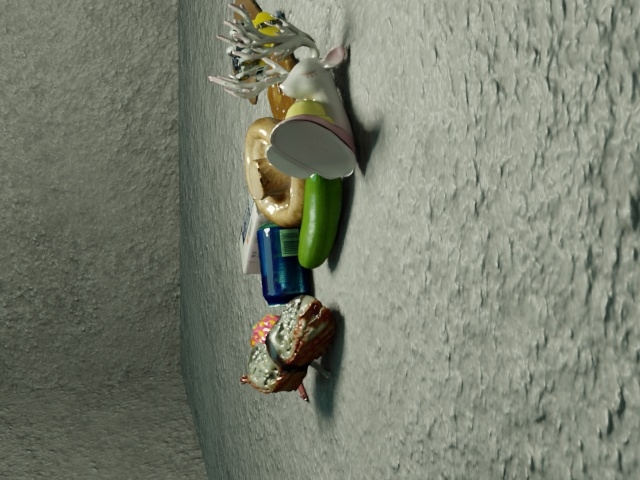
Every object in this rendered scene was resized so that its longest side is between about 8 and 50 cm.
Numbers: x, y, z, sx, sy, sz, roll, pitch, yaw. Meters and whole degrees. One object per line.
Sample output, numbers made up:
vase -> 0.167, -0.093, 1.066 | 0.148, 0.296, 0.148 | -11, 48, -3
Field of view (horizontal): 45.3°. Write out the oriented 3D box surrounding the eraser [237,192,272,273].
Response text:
eraser -> -0.163, -0.034, 2.101 | 0.287, 0.086, 0.130 | 111, 150, -54

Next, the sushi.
sushi -> -0.068, 0.242, 1.739 | 0.332, 0.124, 0.130 | -58, 48, 28

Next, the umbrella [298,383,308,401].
umbrella -> -0.063, 0.360, 1.996 | 0.027, 0.025, 0.165 | -65, 32, 24

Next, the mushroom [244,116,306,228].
mushroom -> -0.084, -0.155, 1.709 | 0.278, 0.146, 0.278 | 39, 138, 46

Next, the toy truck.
toy truck -> -0.166, -0.490, 1.952 | 0.227, 0.114, 0.097 | 137, 115, -74

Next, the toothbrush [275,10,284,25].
toothbrush -> -0.081, -0.511, 1.848 | 0.193, 0.013, 0.019 | -115, 21, -48

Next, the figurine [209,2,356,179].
figurine -> -0.067, -0.293, 1.478 | 0.206, 0.285, 0.315 | 109, 162, -48

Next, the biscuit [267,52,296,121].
biscuit -> -0.081, -0.361, 1.852 | 0.215, 0.034, 0.182 | -120, 30, -49

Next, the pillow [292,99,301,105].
pillow -> -0.030, -0.271, 1.702 | 0.118, 0.043, 0.185 | 69, 160, 9

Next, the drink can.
drink can -> -0.089, 0.058, 1.849 | 0.118, 0.118, 0.204 | 164, 102, -72

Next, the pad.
pad -> -0.217, -0.574, 2.242 | 0.286, 0.018, 0.283 | -117, 28, -50

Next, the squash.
squash -> 0.001, -0.049, 1.599 | 0.082, 0.082, 0.292 | -113, 23, -45

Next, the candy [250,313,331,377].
candy -> -0.065, 0.276, 1.896 | 0.365, 0.124, 0.124 | 23, 116, 61
